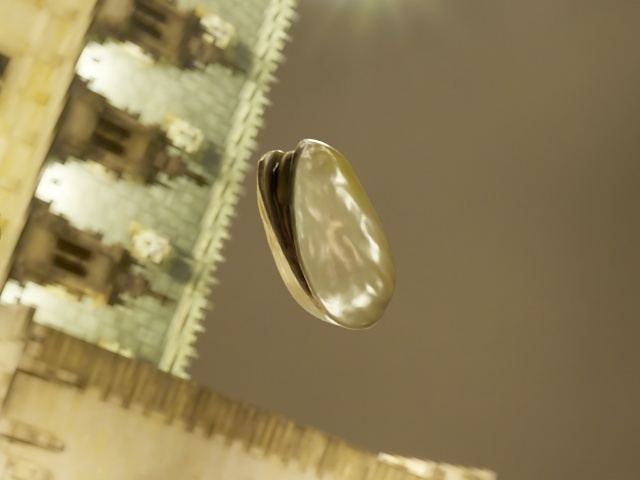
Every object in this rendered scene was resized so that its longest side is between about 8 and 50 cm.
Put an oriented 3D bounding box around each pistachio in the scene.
[{"bbox_3d":[0.000,0.000,2.097,0.166,0.288,0.197,-22,-165,35],"label":"pistachio"}]
